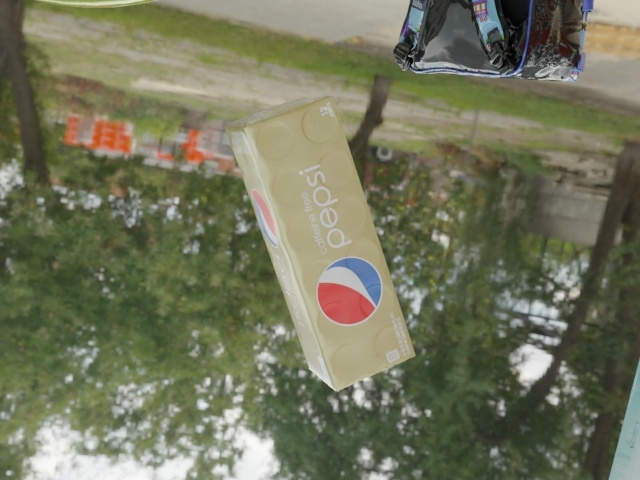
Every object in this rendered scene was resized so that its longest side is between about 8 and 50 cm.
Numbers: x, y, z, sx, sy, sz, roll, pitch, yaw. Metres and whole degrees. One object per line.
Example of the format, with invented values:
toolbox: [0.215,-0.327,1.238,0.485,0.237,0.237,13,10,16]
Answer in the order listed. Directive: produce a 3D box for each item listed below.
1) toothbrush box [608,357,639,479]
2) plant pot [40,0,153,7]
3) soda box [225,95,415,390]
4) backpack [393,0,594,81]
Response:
toothbrush box: [0.306,0.171,0.587,0.216,0.296,0.126,16,174,16]
plant pot: [-0.160,-0.255,0.198,0.366,0.367,0.353,12,-167,22]
soda box: [0.000,0.000,0.585,0.061,0.181,0.058,-22,-166,-14]
backpack: [0.147,-0.222,0.737,0.117,0.173,0.158,-4,-168,-34]
